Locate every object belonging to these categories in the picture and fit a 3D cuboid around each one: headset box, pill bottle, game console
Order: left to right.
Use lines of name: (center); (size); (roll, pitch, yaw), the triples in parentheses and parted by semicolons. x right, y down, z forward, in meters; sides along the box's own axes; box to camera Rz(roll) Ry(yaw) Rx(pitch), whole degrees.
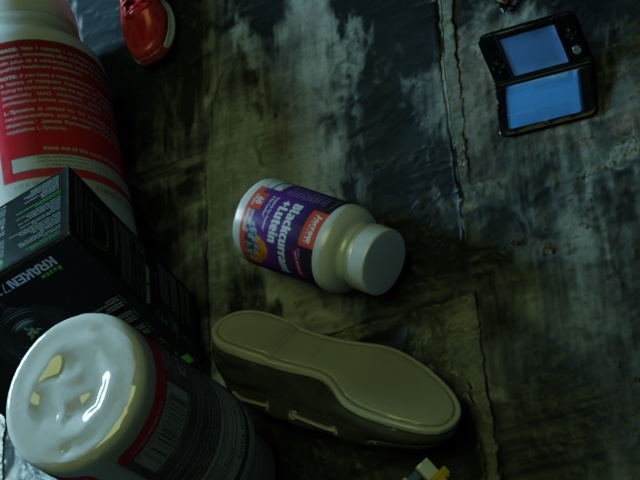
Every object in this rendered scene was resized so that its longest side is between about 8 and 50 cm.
pill bottle: (-0.380, -0.130, 2.120); (0.229, 0.229, 0.408); (-27, 55, 17)
headset box: (-0.314, 0.093, 1.940); (0.246, 0.283, 0.131); (-28, 39, 15)
pill bottle: (-0.180, 0.215, 1.760); (0.176, 0.318, 0.176); (-14, 59, 24)
pill bottle: (0.000, 0.000, 1.898); (0.193, 0.108, 0.108); (19, 76, 37)
game console: (0.251, -0.193, 1.875); (0.122, 0.107, 0.071); (-13, 31, 25)

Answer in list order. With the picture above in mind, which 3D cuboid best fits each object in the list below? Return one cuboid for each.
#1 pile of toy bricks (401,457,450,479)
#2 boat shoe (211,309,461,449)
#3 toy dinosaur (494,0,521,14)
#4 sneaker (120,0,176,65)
pile of toy bricks: (0.071, 0.339, 1.698); (0.212, 0.118, 0.105); (-41, 79, -13)
boat shoe: (0.018, 0.172, 1.823); (0.335, 0.095, 0.112); (20, 41, 33)
toy dinosaur: (0.303, -0.390, 1.849); (0.322, 0.218, 0.164); (-41, 51, 6)
sneaker: (-0.272, -0.351, 2.233); (0.087, 0.128, 0.221); (-28, 53, 17)
